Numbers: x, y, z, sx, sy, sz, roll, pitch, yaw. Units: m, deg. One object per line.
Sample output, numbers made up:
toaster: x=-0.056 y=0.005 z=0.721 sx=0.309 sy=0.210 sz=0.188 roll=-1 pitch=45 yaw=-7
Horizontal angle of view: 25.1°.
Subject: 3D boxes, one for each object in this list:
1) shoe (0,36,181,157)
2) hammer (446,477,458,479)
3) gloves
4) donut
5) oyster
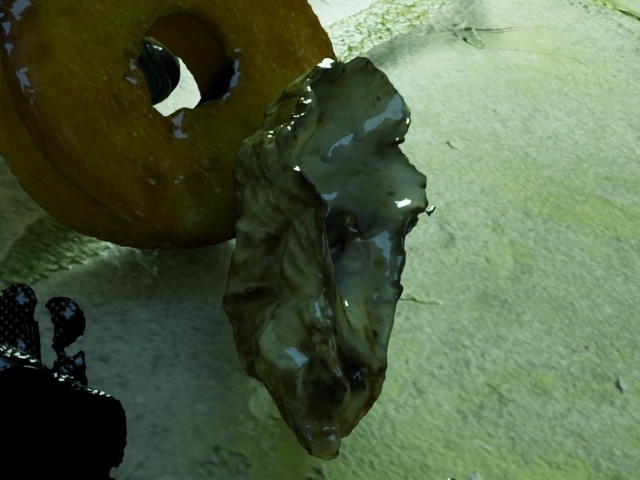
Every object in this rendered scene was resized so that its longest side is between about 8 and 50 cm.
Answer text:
shoe: x=-0.194 y=-0.112 z=1.146 sx=0.207 sy=0.091 sz=0.106 roll=-18 pitch=71 yaw=-45
hammer: x=0.057 y=0.212 z=0.870 sx=0.062 sy=0.013 sz=0.199 roll=32 pitch=38 yaw=19
gloves: x=-0.204 y=0.090 z=0.870 sx=0.129 sy=0.106 sz=0.181 roll=-7 pitch=14 yaw=-33
donut: x=-0.125 y=-0.121 z=1.070 sx=0.303 sy=0.110 sz=0.302 roll=17 pitch=62 yaw=-36
oyster: x=-0.002 y=0.002 z=0.986 sx=0.166 sy=0.110 sz=0.341 roll=36 pitch=46 yaw=-45
